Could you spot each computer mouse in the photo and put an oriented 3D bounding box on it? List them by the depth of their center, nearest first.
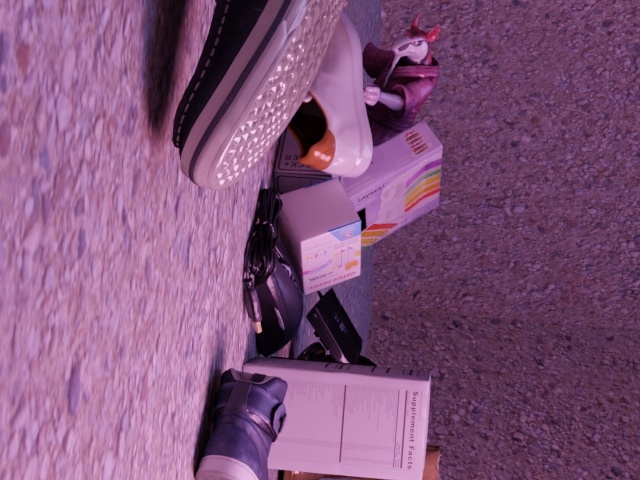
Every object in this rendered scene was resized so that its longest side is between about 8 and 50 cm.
[{"bbox_3d":[-0.058,0.077,1.711,0.184,0.060,0.262,-80,171,-53],"label":"computer mouse"}]

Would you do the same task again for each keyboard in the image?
[{"bbox_3d":[0.005,0.117,2.136,0.202,0.033,0.317,60,5,0],"label":"keyboard"}]

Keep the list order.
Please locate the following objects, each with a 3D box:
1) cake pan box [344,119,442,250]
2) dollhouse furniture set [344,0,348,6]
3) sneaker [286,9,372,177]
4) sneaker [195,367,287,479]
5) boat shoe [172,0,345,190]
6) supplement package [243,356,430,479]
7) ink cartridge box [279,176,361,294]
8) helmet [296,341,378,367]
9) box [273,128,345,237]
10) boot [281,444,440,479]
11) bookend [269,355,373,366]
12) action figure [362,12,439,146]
[{"bbox_3d":[0.080,-0.068,2.170,0.070,0.266,0.246,56,-11,23],"label":"cake pan box"},{"bbox_3d":[0.028,-0.410,1.691,0.242,0.161,0.212,-75,168,-61],"label":"dollhouse furniture set"},{"bbox_3d":[-0.011,-0.230,1.778,0.106,0.123,0.290,-37,-123,43],"label":"sneaker"},{"bbox_3d":[-0.081,0.245,1.484,0.226,0.086,0.163,84,14,-56],"label":"sneaker"},{"bbox_3d":[-0.045,-0.277,1.150,0.187,0.156,0.500,93,15,-73],"label":"boat shoe"},{"bbox_3d":[0.021,0.236,1.705,0.134,0.244,0.139,3,92,-84],"label":"supplement package"},{"bbox_3d":[0.000,0.000,1.790,0.143,0.092,0.090,87,-20,-52],"label":"ink cartridge box"},{"bbox_3d":[0.026,0.262,2.179,0.161,0.169,0.169,48,44,-59],"label":"helmet"},{"bbox_3d":[-0.005,-0.144,1.940,0.169,0.087,0.290,88,8,-49],"label":"box"},{"bbox_3d":[0.074,0.386,2.223,0.236,0.269,0.089,-32,126,-83],"label":"boot"},{"bbox_3d":[-0.006,0.262,1.898,0.072,0.157,0.156,-72,164,-66],"label":"bookend"},{"bbox_3d":[0.129,-0.220,2.241,0.370,0.275,0.248,-58,-152,29],"label":"action figure"}]
